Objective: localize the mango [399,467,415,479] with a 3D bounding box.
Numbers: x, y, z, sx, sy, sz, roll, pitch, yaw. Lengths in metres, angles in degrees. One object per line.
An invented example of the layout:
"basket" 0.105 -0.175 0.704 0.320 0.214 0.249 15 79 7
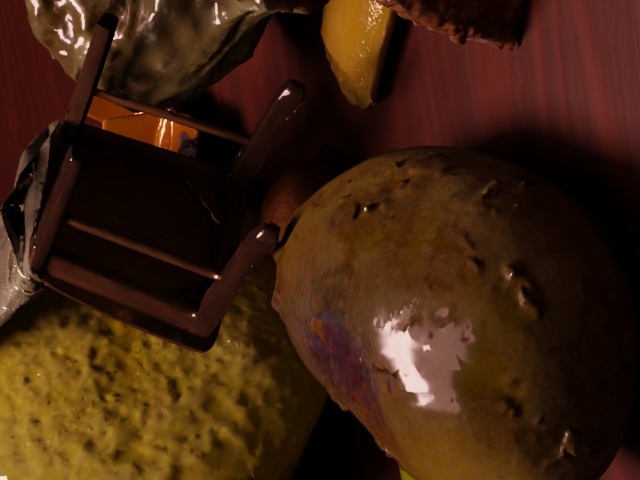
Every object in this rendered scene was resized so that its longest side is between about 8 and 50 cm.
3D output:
"mango" 0.092 0.166 1.256 0.165 0.074 0.091 61 152 27

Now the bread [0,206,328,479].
"bread" -0.164 0.142 1.481 0.348 0.348 0.308 60 162 28

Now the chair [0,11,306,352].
"chair" -0.153 -0.003 1.277 0.319 0.186 0.160 128 156 -50

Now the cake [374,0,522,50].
"cake" 0.078 -0.260 1.049 0.116 0.112 0.295 43 133 45

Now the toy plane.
"toy plane" -0.155 -0.006 1.634 0.204 0.103 0.316 46 147 48

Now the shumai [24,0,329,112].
"shumai" -0.075 -0.190 1.279 0.222 0.225 0.261 23 171 22

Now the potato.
"potato" 0.081 0.045 1.110 0.307 0.173 0.210 31 131 52

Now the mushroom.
"mushroom" -0.004 0.002 1.370 0.088 0.073 0.130 -7 107 22

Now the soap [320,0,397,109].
"soap" 0.028 -0.160 1.263 0.089 0.033 0.168 -123 31 -44
